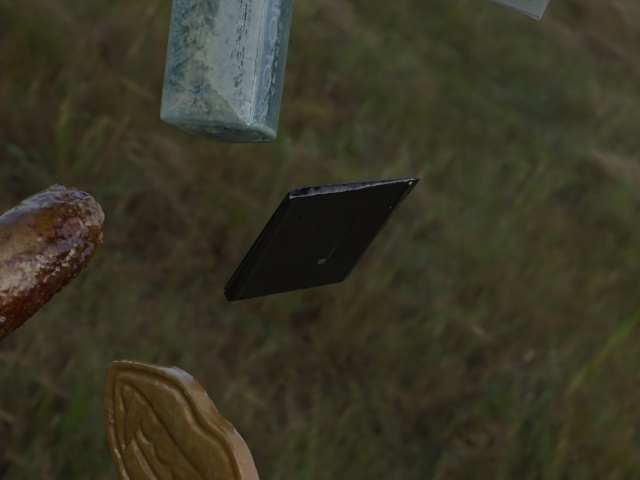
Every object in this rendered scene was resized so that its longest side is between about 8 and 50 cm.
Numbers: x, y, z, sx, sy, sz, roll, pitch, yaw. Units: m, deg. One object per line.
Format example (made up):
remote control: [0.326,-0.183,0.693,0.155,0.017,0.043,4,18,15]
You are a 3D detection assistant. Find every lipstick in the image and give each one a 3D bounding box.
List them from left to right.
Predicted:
lipstick: [-0.051,-0.209,1.309,0.076,0.289,0.077,4,-4,13]

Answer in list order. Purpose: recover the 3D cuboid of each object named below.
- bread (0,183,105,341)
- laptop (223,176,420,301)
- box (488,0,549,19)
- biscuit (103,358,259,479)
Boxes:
bread: [-0.216,0.035,1.254,0.064,0.193,0.193,52,13,-2]
laptop: [0.000,0.000,1.797,0.135,0.197,0.016,-8,65,-25]
box: [0.084,-0.270,1.526,0.243,0.067,0.155,21,36,6]
biscuit: [-0.120,0.190,1.664,0.029,0.142,0.220,-13,56,-46]
